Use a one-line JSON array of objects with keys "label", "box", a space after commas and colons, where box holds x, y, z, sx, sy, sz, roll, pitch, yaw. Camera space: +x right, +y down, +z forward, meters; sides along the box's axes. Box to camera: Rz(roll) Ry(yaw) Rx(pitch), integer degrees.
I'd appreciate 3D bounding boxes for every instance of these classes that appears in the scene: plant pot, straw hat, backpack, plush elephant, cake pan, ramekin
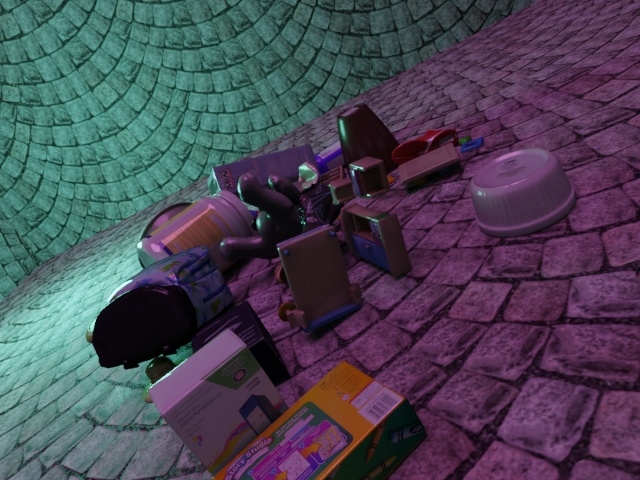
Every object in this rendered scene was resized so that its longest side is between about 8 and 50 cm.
[{"label": "plant pot", "box": [0.153, -0.348, 1.770, 0.215, 0.231, 0.215, -26, 22, 11]}, {"label": "straw hat", "box": [-0.382, 0.312, 1.222, 0.144, 0.061, 0.144, -25, 23, 11]}, {"label": "backpack", "box": [-0.375, 0.153, 1.312, 0.290, 0.274, 0.355, -24, -9, 21]}, {"label": "plush elephant", "box": [-0.109, -0.092, 1.485, 0.329, 0.272, 0.255, 8, 30, -10]}, {"label": "plant pot", "box": [-0.728, 0.265, 1.794, 0.236, 0.032, 0.236, -25, 23, 11]}, {"label": "cake pan", "box": [-0.493, 0.009, 1.775, 0.054, 0.293, 0.293, 31, 58, 30]}, {"label": "ramekin", "box": [0.419, -0.109, 1.082, 0.207, 0.109, 0.207, -26, 22, 11]}]

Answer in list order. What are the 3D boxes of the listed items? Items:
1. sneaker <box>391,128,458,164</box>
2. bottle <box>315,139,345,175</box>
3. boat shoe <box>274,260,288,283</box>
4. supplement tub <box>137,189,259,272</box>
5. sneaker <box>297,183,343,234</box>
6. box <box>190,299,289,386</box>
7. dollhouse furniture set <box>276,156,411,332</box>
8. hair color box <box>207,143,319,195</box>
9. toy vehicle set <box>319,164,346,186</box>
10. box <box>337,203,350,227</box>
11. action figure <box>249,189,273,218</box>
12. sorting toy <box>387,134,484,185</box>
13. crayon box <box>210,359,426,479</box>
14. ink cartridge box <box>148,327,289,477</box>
[{"label": "sneaker", "box": [0.336, -0.308, 1.684, 0.221, 0.087, 0.128, -16, 14, 3]}, {"label": "bottle", "box": [0.093, -0.359, 2.052, 0.282, 0.092, 0.118, -34, 23, -12]}, {"label": "boat shoe", "box": [-0.101, 0.086, 1.390, 0.045, 0.050, 0.135, -25, 12, 20]}, {"label": "supplement tub", "box": [-0.386, 0.011, 1.641, 0.331, 0.241, 0.241, -41, 24, -27]}, {"label": "sneaker", "box": [-0.018, -0.055, 1.296, 0.267, 0.106, 0.101, -62, -4, -48]}, {"label": "box", "box": [-0.173, 0.238, 1.061, 0.153, 0.108, 0.207, -32, 21, -6]}, {"label": "dollhouse furniture set", "box": [0.000, 0.000, 1.126, 0.303, 0.287, 0.198, -24, 19, -18]}, {"label": "hair color box", "box": [-0.213, -0.237, 1.876, 0.374, 0.114, 0.185, -18, -4, -20]}, {"label": "toy vehicle set", "box": [-0.030, -0.185, 1.900, 0.266, 0.035, 0.166, -25, 22, 12]}, {"label": "box", "box": [0.087, -0.042, 1.413, 0.054, 0.059, 0.169, -30, 21, 4]}, {"label": "action figure", "box": [-0.234, -0.118, 1.831, 0.280, 0.091, 0.139, 3, 60, 18]}, {"label": "sorting toy", "box": [0.325, -0.220, 1.530, 0.347, 0.047, 0.196, -22, 19, 17]}, {"label": "crayon box", "box": [-0.007, 0.312, 0.729, 0.278, 0.081, 0.165, -38, 23, -20]}, {"label": "ink cartridge box", "box": [-0.140, 0.275, 0.803, 0.154, 0.213, 0.093, -37, 26, -20]}]
